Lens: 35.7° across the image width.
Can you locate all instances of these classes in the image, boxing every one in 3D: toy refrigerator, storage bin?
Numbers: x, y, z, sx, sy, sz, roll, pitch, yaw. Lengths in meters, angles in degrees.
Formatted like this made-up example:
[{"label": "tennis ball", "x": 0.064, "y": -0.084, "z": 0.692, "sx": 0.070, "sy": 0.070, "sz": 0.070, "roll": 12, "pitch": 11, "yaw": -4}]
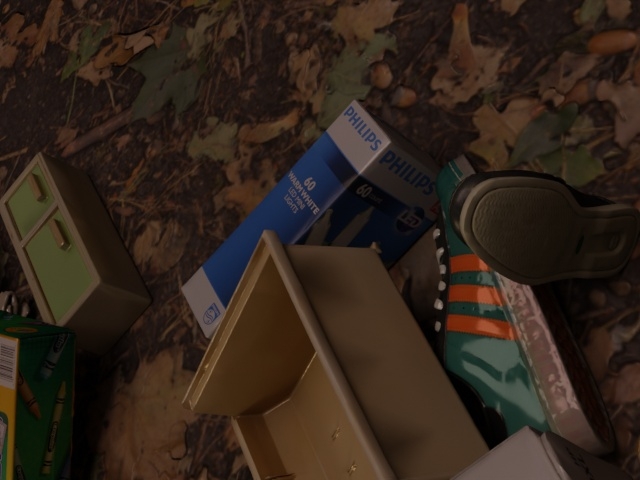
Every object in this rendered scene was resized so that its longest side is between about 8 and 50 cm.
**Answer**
[{"label": "toy refrigerator", "x": -0.324, "y": 0.011, "z": 1.275, "sx": 0.102, "sy": 0.094, "sz": 0.269, "roll": -47, "pitch": 48, "yaw": 14}, {"label": "storage bin", "x": 0.001, "y": 0.176, "z": 0.865, "sx": 0.260, "sy": 0.123, "sz": 0.262, "roll": -62, "pitch": 42, "yaw": 36}]

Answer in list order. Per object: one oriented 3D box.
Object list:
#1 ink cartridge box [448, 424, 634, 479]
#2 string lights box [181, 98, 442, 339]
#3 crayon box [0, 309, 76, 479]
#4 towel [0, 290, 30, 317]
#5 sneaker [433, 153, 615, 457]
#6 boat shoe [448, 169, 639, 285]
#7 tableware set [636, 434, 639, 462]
[{"label": "ink cartridge box", "x": 0.095, "y": 0.363, "z": 0.681, "sx": 0.395, "sy": 0.166, "sz": 0.285, "roll": -41, "pitch": 47, "yaw": 19}, {"label": "string lights box", "x": 0.000, "y": 0.000, "z": 0.986, "sx": 0.259, "sy": 0.133, "sz": 0.077, "roll": -47, "pitch": 48, "yaw": 14}, {"label": "crayon box", "x": -0.372, "y": 0.232, "z": 1.170, "sx": 0.165, "sy": 0.081, "sz": 0.278, "roll": 8, "pitch": 97, "yaw": 41}, {"label": "towel", "x": -0.513, "y": 0.175, "z": 1.392, "sx": 0.282, "sy": 0.049, "sz": 0.187, "roll": -10, "pitch": 64, "yaw": 37}, {"label": "sneaker", "x": 0.139, "y": 0.064, "z": 0.861, "sx": 0.121, "sy": 0.108, "sz": 0.302, "roll": -30, "pitch": 56, "yaw": 21}, {"label": "boat shoe", "x": 0.167, "y": -0.015, "z": 0.789, "sx": 0.079, "sy": 0.233, "sz": 0.084, "roll": 31, "pitch": 106, "yaw": 40}, {"label": "tableware set", "x": 0.281, "y": 0.178, "z": 0.752, "sx": 0.104, "sy": 0.024, "sz": 0.154, "roll": 19, "pitch": 85, "yaw": 43}]
